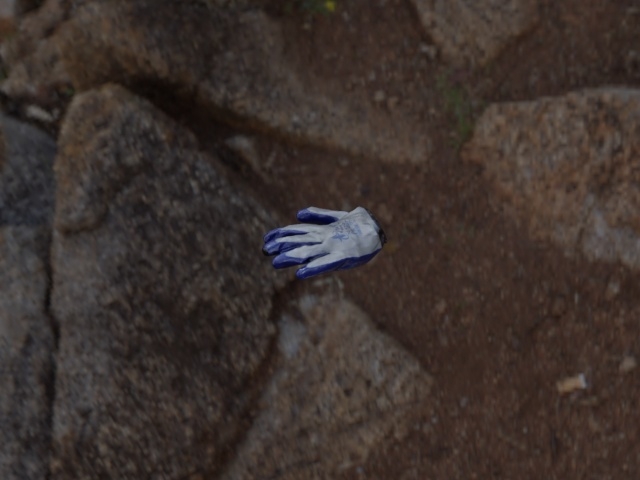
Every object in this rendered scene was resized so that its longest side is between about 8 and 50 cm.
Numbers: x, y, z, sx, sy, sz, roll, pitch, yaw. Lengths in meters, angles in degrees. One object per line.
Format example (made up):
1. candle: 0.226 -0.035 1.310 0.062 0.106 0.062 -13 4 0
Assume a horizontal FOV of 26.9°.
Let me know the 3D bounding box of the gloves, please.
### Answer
1. gloves: 0.000 0.000 0.940 0.086 0.026 0.064 -19 41 -17
